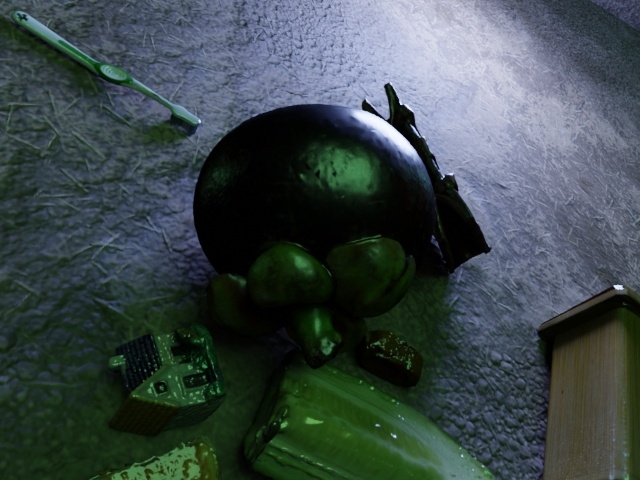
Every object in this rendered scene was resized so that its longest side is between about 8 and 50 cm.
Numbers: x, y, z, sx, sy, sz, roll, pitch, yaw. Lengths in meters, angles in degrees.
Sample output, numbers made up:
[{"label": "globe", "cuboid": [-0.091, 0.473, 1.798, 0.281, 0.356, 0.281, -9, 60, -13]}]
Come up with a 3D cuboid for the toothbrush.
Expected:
[{"label": "toothbrush", "cuboid": [-0.313, -0.250, 0.821, 0.304, 0.030, 0.030, 32, 47, -9]}]

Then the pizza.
[{"label": "pizza", "cuboid": [-0.186, 0.263, 0.512, 0.193, 0.053, 0.201, 29, 58, -15]}]

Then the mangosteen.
[{"label": "mangosteen", "cuboid": [0.000, -0.012, 0.678, 0.300, 0.300, 0.300, 17, 51, -22]}]

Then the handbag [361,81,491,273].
[{"label": "handbag", "cuboid": [0.170, -0.089, 0.886, 0.260, 0.084, 0.275, 65, 12, 19]}]

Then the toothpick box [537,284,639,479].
[{"label": "toothpick box", "cuboid": [0.452, 0.263, 0.848, 0.190, 0.187, 0.308, 34, 50, -8]}]

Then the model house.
[{"label": "model house", "cuboid": [-0.169, 0.144, 0.588, 0.100, 0.087, 0.100, -3, 57, -36]}]

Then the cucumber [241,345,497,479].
[{"label": "cucumber", "cuboid": [0.068, 0.259, 0.654, 0.325, 0.105, 0.145, 28, 20, -13]}]

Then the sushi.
[{"label": "sushi", "cuboid": [0.097, 0.158, 0.774, 0.120, 0.052, 0.055, 29, 47, -13]}]
